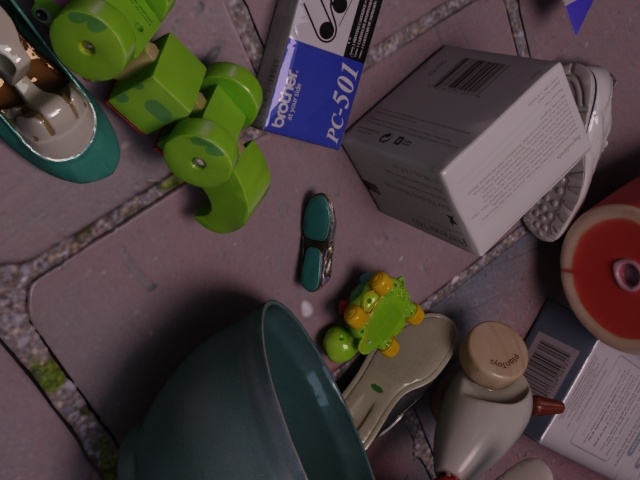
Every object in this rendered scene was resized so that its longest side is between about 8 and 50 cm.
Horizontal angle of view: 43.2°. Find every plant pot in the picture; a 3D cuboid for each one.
[{"bbox_3d":[-0.077,0.232,0.811,0.196,0.293,0.293,-25,123,7],"label":"plant pot"},{"bbox_3d":[0.467,0.022,1.058,0.243,0.275,0.275,-15,114,-34],"label":"plant pot"}]

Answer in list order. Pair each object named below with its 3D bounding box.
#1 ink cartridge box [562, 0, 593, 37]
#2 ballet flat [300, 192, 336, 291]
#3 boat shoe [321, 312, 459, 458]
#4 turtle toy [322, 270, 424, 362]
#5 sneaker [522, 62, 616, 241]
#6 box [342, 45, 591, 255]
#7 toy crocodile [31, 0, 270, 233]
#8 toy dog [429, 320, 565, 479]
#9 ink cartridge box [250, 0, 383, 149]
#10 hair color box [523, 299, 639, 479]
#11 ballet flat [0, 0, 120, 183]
[{"bbox_3d":[0.305,-0.379,0.925,0.208,0.045,0.206,52,55,-35],"label":"ink cartridge box"},{"bbox_3d":[0.000,0.000,0.908,0.041,0.041,0.114,-3,109,-33],"label":"ballet flat"},{"bbox_3d":[0.083,0.181,1.014,0.233,0.084,0.079,-44,163,-21],"label":"boat shoe"},{"bbox_3d":[0.055,0.092,0.954,0.130,0.066,0.095,-51,126,-7],"label":"turtle toy"},{"bbox_3d":[0.334,-0.111,1.058,0.094,0.090,0.235,-4,111,-44],"label":"sneaker"},{"bbox_3d":[0.155,-0.105,0.877,0.182,0.181,0.119,-43,124,-14],"label":"box"},{"bbox_3d":[-0.152,-0.145,0.717,0.340,0.105,0.115,49,38,-33],"label":"toy crocodile"},{"bbox_3d":[0.210,0.271,0.975,0.160,0.220,0.334,18,71,0],"label":"toy dog"},{"bbox_3d":[0.000,-0.204,0.824,0.097,0.046,0.207,10,101,-34],"label":"ink cartridge box"},{"bbox_3d":[0.438,0.254,1.237,0.374,0.113,0.185,31,89,-36],"label":"hair color box"},{"bbox_3d":[-0.246,-0.130,0.662,0.083,0.087,0.247,-42,125,-11],"label":"ballet flat"}]
